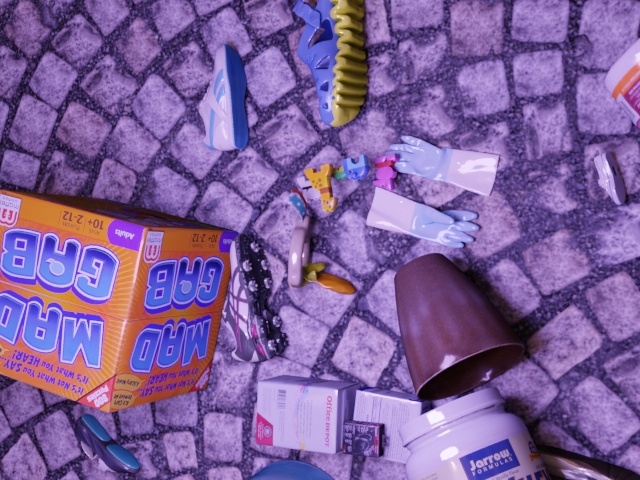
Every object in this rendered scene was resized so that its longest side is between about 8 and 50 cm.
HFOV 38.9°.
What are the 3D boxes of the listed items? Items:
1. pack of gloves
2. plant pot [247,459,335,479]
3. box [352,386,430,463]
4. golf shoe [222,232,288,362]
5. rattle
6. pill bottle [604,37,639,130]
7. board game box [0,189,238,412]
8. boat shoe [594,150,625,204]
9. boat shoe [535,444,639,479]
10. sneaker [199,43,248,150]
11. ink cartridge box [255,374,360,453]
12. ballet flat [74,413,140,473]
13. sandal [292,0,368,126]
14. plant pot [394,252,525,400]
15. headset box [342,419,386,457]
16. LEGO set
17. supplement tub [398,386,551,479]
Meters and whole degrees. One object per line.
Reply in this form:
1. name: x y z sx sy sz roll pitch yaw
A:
1. pack of gloves: 0.212 -0.097 1.768 0.232 0.046 0.195 16 96 23
2. plant pot: -0.104 0.590 1.773 0.271 0.255 0.271 -1 88 24
3. box: 0.137 0.361 1.774 0.137 0.072 0.126 8 92 23
4. golf shoe: -0.162 0.123 1.895 0.120 0.105 0.273 -16 82 29
5. rattle: 0.000 0.000 1.824 0.143 0.130 0.199 5 81 24
6. pill bottle: 0.671 -0.180 1.475 0.224 0.224 0.392 -39 75 18
7. board game box: -0.439 0.111 1.873 0.356 0.356 0.356 14 94 23
8. boat shoe: 0.522 -0.110 1.644 0.035 0.035 0.100 -24 82 49
9. boat shoe: 0.483 0.433 1.625 0.223 0.080 0.073 16 100 28
10. sneaker: -0.213 -0.306 1.935 0.092 0.087 0.228 -3 86 25
11. ink cartridge box: -0.023 0.345 1.813 0.176 0.127 0.128 3 89 24
12. ballet flat: -0.486 0.476 2.042 0.203 0.074 0.074 36 102 26
13. sandal: 0.015 -0.381 1.827 0.138 0.126 0.317 -5 78 27
14. plant pot: 0.232 0.146 1.685 0.215 0.215 0.230 -33 62 19
15. headset box: 0.086 0.381 1.738 0.083 0.032 0.062 0 91 23
16. LEGO set: 0.043 -0.106 1.806 0.227 0.087 0.093 -12 82 29
17. supplement tub: 0.290 0.447 1.589 0.235 0.235 0.325 -30 70 20
